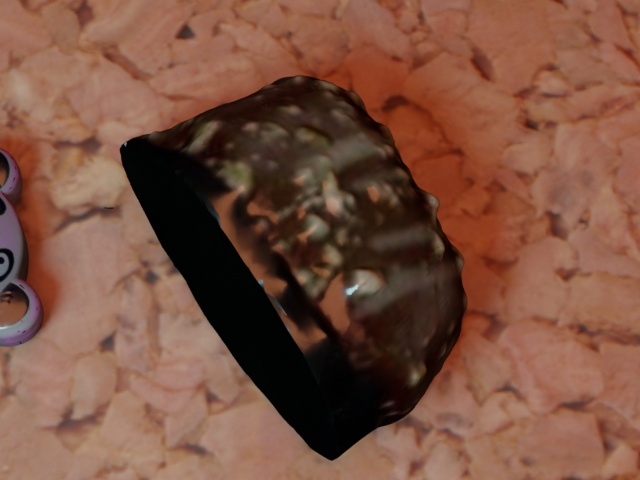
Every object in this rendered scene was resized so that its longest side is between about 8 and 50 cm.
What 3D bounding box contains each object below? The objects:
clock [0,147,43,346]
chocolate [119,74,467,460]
[{"bbox_3d":[-0.386,0.019,1.193,0.248,0.090,0.227,-10,75,-10],"label":"clock"},{"bbox_3d":[0.000,0.000,1.175,0.210,0.225,0.340,-32,82,-21],"label":"chocolate"}]
